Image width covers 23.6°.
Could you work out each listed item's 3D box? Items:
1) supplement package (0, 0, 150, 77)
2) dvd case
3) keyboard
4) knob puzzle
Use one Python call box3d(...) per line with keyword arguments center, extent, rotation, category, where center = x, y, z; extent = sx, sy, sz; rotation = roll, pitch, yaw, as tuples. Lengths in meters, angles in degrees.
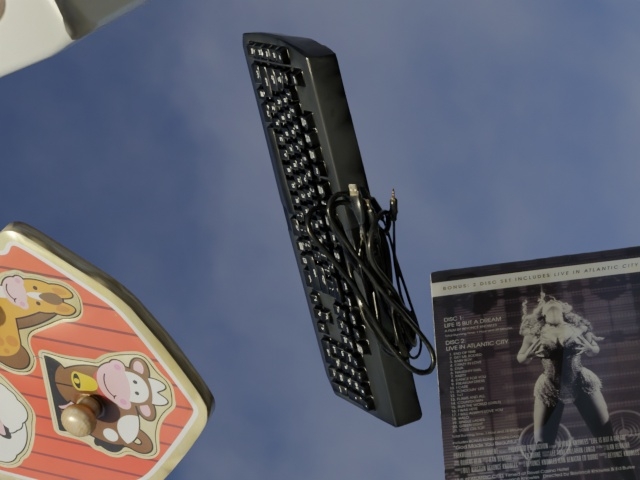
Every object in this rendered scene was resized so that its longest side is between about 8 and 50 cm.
box3d(center=(-0.156, -0.159, 0.384), extent=(0.262, 0.199, 0.198), rotation=(66, -157, -14), category="supplement package")
box3d(center=(0.161, 0.104, 1.021), extent=(0.018, 0.164, 0.221), rotation=(72, -167, -52), category="dvd case")
box3d(center=(0.000, 0.000, 0.709), extent=(0.038, 0.100, 0.192), rotation=(-26, -69, -28), category="keyboard")
box3d(center=(-0.150, 0.077, 0.822), extent=(0.030, 0.213, 0.213), rotation=(-56, -38, -50), category="knob puzzle")
